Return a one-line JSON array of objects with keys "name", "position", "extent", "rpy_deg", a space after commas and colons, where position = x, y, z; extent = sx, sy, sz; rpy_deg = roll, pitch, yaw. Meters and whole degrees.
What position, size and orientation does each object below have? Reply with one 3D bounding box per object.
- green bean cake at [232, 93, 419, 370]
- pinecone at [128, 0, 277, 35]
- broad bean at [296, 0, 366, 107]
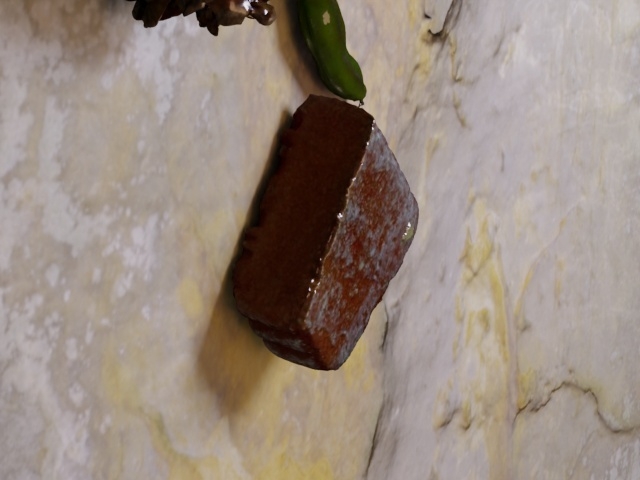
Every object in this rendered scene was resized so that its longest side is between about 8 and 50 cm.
[{"name": "green bean cake", "position": [0.000, 0.000, 1.910], "extent": [0.233, 0.097, 0.198], "rpy_deg": [-62, 145, -19]}, {"name": "pinecone", "position": [-0.103, -0.272, 1.599], "extent": [0.184, 0.179, 0.204], "rpy_deg": [6, 116, -34]}, {"name": "broad bean", "position": [0.004, -0.224, 1.876], "extent": [0.065, 0.046, 0.254], "rpy_deg": [-57, 144, -36]}]
